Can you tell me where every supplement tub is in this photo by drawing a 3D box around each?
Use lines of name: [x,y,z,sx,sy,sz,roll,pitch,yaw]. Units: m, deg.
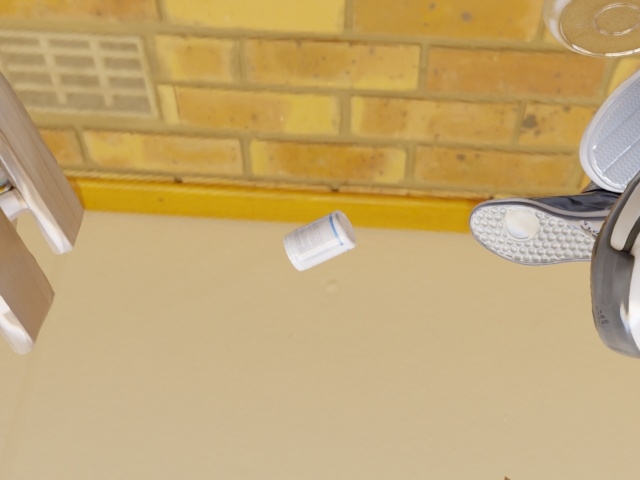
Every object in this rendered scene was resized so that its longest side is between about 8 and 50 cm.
supplement tub: [0.000,0.000,1.513,0.107,0.071,0.071,-24,-129,16]

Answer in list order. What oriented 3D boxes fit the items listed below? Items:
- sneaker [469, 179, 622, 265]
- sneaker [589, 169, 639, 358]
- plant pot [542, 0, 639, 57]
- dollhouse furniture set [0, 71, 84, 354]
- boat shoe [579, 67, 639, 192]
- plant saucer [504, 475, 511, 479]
sneaker: [0.313,-0.032,1.164,0.226,0.086,0.163,7,-156,15]
sneaker: [0.419,-0.015,0.615,0.447,0.169,0.257,-22,-157,-22]
plant pot: [0.482,-0.368,1.460,0.236,0.236,0.032,5,-115,4]
dollhouse furniture set: [-0.382,0.026,0.512,0.362,0.256,0.394,-22,-153,6]
boat shoe: [0.365,-0.148,0.821,0.302,0.094,0.109,-37,-87,3]
plant saucer: [0.251,0.410,1.169,0.036,0.198,0.198,3,-128,14]
